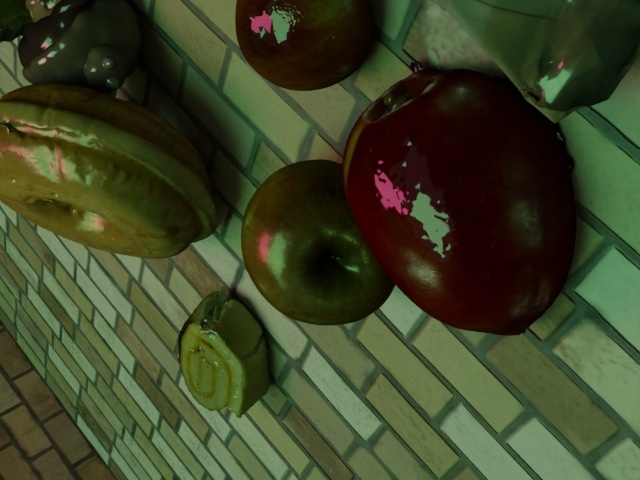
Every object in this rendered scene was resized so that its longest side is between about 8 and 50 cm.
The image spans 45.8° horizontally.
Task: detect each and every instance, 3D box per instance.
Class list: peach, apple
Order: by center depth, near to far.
[{"bbox_3d":[0.147,-0.021,0.883,0.257,0.201,0.362,-2,112,49],"label":"peach"},{"bbox_3d":[-0.019,-0.287,0.959,0.173,0.160,0.195,-9,115,29],"label":"apple"},{"bbox_3d":[0.000,0.000,1.065,0.207,0.237,0.237,-127,19,-73],"label":"apple"}]

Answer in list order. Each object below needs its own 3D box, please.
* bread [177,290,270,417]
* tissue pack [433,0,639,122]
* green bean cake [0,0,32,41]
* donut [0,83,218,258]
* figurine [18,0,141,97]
[{"bbox_3d":[-0.187,0.224,1.513,0.186,0.124,0.257,27,132,28],"label":"bread"},{"bbox_3d":[0.166,-0.341,0.641,0.375,0.195,0.390,39,137,15],"label":"tissue pack"},{"bbox_3d":[-0.649,-0.505,1.498,0.113,0.200,0.214,0,117,59],"label":"green bean cake"},{"bbox_3d":[-0.390,-0.110,1.338,0.449,0.198,0.449,16,158,7],"label":"donut"},{"bbox_3d":[-0.440,-0.415,1.334,0.248,0.203,0.381,-13,92,46],"label":"figurine"}]
